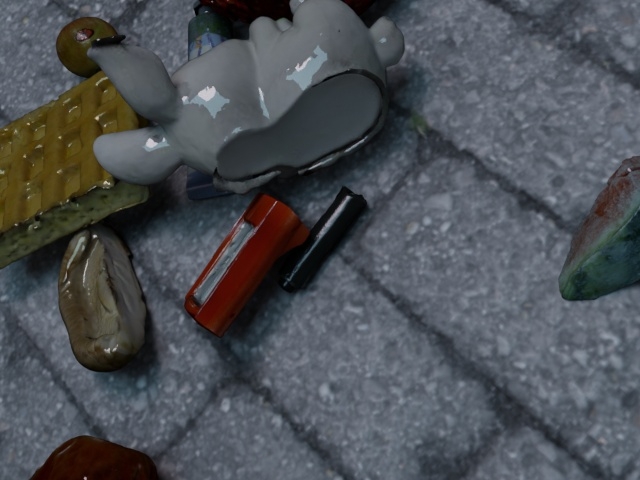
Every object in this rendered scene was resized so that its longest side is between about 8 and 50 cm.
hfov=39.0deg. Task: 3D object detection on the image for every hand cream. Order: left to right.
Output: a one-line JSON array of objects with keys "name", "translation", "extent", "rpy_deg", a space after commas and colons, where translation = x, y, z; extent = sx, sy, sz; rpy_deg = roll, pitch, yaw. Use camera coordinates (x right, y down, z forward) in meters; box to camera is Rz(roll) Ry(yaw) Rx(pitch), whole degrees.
[{"name": "hand cream", "translation": [-0.125, -0.174, 1.093], "extent": [0.088, 0.055, 0.256], "rpy_deg": [-9, 73, 14]}]

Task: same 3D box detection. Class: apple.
[{"name": "apple", "translation": [-0.300, -0.249, 1.174], "extent": [0.084, 0.084, 0.071], "rpy_deg": [-35, 77, 7]}]

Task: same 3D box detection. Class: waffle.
[{"name": "waffle", "translation": [-0.319, -0.094, 1.106], "extent": [0.248, 0.055, 0.221], "rpy_deg": [-25, 45, 12]}]

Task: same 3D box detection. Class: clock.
[{"name": "clock", "translation": [-0.081, 0.028, 0.968], "extent": [0.155, 0.061, 0.113], "rpy_deg": [-53, 16, -2]}]

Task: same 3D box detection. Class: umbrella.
[{"name": "umbrella", "translation": [-0.001, -0.001, 0.978], "extent": [0.133, 0.031, 0.036], "rpy_deg": [-52, 26, -2]}]

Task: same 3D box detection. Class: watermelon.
[{"name": "watermelon", "translation": [0.292, -0.016, 0.850], "extent": [0.180, 0.081, 0.094], "rpy_deg": [-44, 34, -4]}]

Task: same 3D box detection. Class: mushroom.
[{"name": "mushroom", "translation": [-0.252, 0.072, 1.030], "extent": [0.094, 0.072, 0.210], "rpy_deg": [-37, 49, 10]}]

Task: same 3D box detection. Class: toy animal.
[{"name": "toy animal", "translation": [-0.075, -0.152, 0.957], "extent": [0.325, 0.208, 0.154], "rpy_deg": [-9, 45, -19]}]

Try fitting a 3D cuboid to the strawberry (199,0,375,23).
[{"name": "strawberry", "translation": [-0.030, -0.341, 1.028], "extent": [0.274, 0.274, 0.220], "rpy_deg": [-31, 98, 10]}]

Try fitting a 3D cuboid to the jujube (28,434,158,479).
[{"name": "jujube", "translation": [-0.257, 0.317, 0.883], "extent": [0.190, 0.190, 0.255], "rpy_deg": [11, 66, 26]}]
